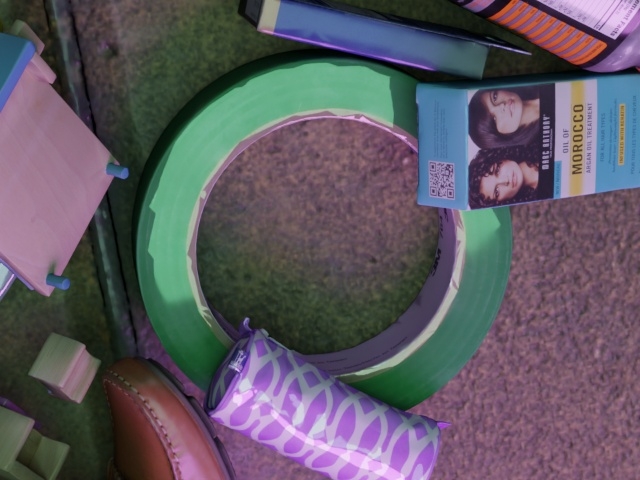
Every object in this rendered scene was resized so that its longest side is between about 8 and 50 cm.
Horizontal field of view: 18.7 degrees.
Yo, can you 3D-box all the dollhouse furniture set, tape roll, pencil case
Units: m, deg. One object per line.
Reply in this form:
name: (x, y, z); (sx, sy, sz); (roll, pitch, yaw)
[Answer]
dollhouse furniture set: (-0.294, -0.003, 1.562); (0.303, 0.198, 0.286); (-64, 149, -16)
tape roll: (0.000, 0.000, 1.662); (0.321, 0.077, 0.321); (-2, 104, -9)
pencil case: (0.002, 0.146, 1.617); (0.206, 0.086, 0.088); (30, 64, -15)

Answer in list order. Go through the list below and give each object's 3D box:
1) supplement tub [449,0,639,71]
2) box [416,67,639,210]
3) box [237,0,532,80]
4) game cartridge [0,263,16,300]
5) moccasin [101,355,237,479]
supplement tub: (0.183, -0.261, 1.572); (0.316, 0.193, 0.194); (25, 98, -14)
box: (0.188, -0.087, 1.618); (0.244, 0.060, 0.101); (-9, 102, -39)
box: (0.050, -0.170, 1.600); (0.225, 0.136, 0.037); (10, 100, -11)
game cartridge: (-0.362, 0.012, 1.623); (0.196, 0.060, 0.294); (38, 94, -19)
moccasin: (-0.148, 0.274, 1.644); (0.147, 0.139, 0.380); (-17, 125, -27)
